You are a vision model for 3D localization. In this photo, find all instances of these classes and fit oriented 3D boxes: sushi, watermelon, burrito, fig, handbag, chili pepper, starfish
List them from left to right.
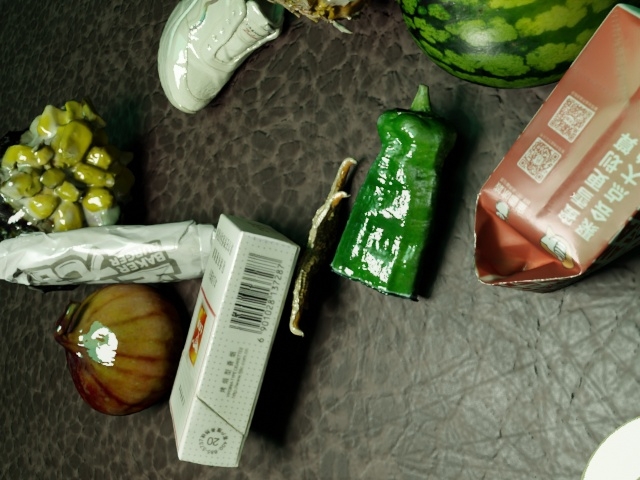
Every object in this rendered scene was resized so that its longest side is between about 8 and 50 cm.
[{"bbox_3d":[-0.498,-0.086,1.364,0.285,0.328,0.328,-23,26,16],"label":"sushi"},{"bbox_3d":[-0.378,0.025,1.194,0.446,0.139,0.101,-3,78,4],"label":"burrito"},{"bbox_3d":[-0.356,0.188,1.234,0.235,0.214,0.235,19,120,38],"label":"fig"},{"bbox_3d":[-0.002,0.000,0.988,0.050,0.138,0.247,15,99,0],"label":"starfish"},{"bbox_3d":[0.104,-0.068,0.910,0.136,0.099,0.270,30,106,55],"label":"chili pepper"},{"bbox_3d":[0.209,-0.303,0.726,0.285,0.285,0.285,-11,74,42],"label":"watermelon"},{"bbox_3d":[0.286,-0.056,0.691,0.151,0.171,0.298,48,118,35],"label":"handbag"}]

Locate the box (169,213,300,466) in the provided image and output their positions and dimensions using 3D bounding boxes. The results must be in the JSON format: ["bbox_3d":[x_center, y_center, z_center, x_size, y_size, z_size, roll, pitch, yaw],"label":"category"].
[{"bbox_3d":[-0.137,0.138,1.044,0.210,0.095,0.330,-149,73,-72],"label":"box"}]

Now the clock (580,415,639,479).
[{"bbox_3d":[0.356,0.275,0.650,0.235,0.029,0.234,-11,75,44],"label":"clock"}]

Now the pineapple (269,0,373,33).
[{"bbox_3d":[-0.012,-0.466,0.940,0.352,0.352,0.300,39,108,41],"label":"pineapple"}]

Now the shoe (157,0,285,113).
[{"bbox_3d":[-0.154,-0.370,1.194,0.211,0.132,0.341,32,100,45],"label":"shoe"}]
